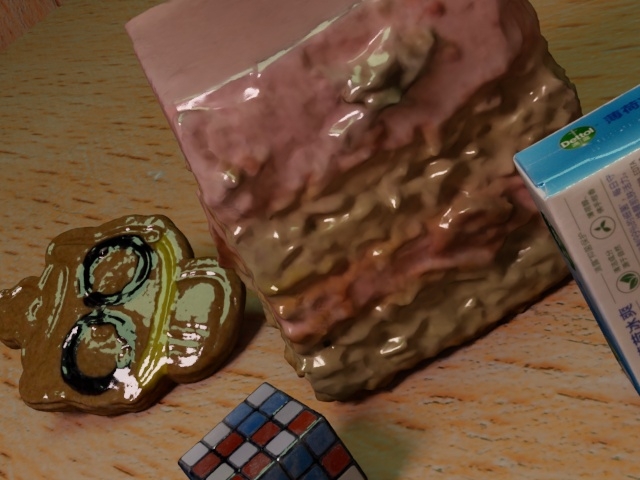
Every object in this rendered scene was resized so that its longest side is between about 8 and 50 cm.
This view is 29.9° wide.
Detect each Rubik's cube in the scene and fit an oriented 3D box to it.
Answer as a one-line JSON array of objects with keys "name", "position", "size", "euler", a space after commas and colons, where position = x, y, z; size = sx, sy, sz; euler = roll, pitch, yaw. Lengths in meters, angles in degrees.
[{"name": "Rubik's cube", "position": [-0.030, 0.175, 0.873], "size": [0.092, 0.092, 0.092], "euler": [-41, 27, -17]}]

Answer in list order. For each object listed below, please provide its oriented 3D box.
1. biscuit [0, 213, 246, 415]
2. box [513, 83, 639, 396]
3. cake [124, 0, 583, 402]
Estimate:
[{"name": "biscuit", "position": [-0.209, 0.068, 1.186], "size": [0.290, 0.041, 0.208], "euler": [-2, 65, 22]}, {"name": "box", "position": [0.231, -0.001, 0.775], "size": [0.139, 0.194, 0.073], "euler": [-29, 28, 5]}, {"name": "cake", "position": [0.032, -0.088, 0.985], "size": [0.314, 0.307, 0.293], "euler": [-33, 33, -4]}]
